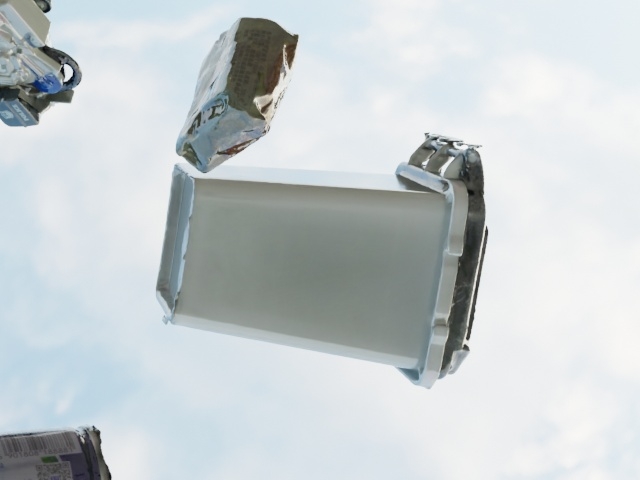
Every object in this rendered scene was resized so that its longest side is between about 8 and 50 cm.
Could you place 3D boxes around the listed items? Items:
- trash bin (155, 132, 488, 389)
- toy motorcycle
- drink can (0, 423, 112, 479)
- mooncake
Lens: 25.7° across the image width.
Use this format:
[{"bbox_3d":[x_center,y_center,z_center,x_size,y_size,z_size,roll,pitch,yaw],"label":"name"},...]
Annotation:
[{"bbox_3d":[0.000,0.000,1.690,0.367,0.296,0.256,7,-170,-15],"label":"trash bin"},{"bbox_3d":[-0.322,-0.192,1.299,0.150,0.221,0.102,-10,-127,23],"label":"toy motorcycle"},{"bbox_3d":[-0.252,0.169,0.863,0.235,0.097,0.097,-3,-134,-25],"label":"drink can"},{"bbox_3d":[-0.074,-0.134,1.308,0.073,0.130,0.125,25,-119,-17],"label":"mooncake"}]
